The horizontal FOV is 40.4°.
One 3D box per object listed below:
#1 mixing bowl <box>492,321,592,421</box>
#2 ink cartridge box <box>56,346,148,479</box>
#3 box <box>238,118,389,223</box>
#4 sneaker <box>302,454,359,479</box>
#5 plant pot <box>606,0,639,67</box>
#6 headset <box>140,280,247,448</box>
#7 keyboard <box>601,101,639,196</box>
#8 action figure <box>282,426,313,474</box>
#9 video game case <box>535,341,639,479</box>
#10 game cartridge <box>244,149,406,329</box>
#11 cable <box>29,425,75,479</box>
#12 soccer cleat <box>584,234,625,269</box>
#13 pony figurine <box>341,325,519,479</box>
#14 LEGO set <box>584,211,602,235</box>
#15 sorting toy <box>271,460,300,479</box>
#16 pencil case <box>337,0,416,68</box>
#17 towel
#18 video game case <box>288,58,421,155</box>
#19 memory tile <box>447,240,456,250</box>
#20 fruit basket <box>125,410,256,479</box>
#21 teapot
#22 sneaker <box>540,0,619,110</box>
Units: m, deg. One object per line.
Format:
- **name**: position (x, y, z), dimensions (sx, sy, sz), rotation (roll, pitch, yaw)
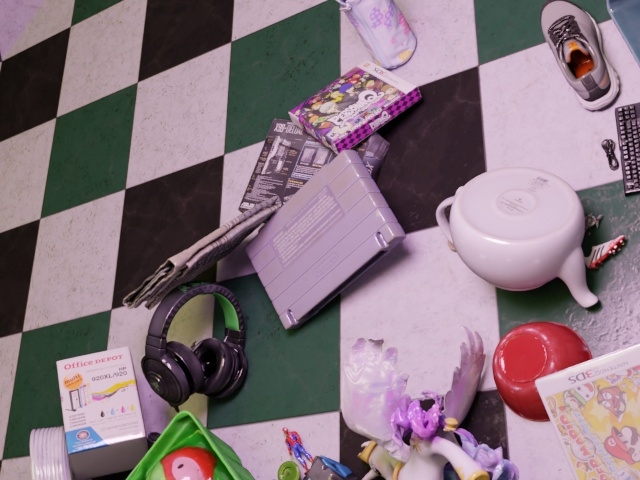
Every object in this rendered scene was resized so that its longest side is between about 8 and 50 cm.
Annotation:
- **mixing bowl**: position (0.369, 0.215, 1.516), dimensions (0.181, 0.098, 0.182), rotation (-16, 60, 31)
- **ink cartridge box**: position (-0.494, 0.392, 1.980), dimensions (0.171, 0.168, 0.233), rotation (-10, 55, -14)
- **box**: position (-0.020, -0.143, 1.981), dimensions (0.307, 0.076, 0.243), rotation (12, 77, 39)
- **sneaker**: position (0.066, 0.543, 1.581), dimensions (0.140, 0.125, 0.341), rotation (-57, 38, 4)
- **plant pot**: position (0.666, -0.452, 1.522), dimensions (0.252, 0.248, 0.247), rotation (-20, 57, 7)
- **headset**: position (-0.294, 0.280, 1.895), dimensions (0.185, 0.243, 0.394), rotation (9, 95, 40)
- **keyboard**: position (0.571, -0.169, 1.595), dimensions (0.108, 0.023, 0.180), rotation (-14, 61, 31)
- **action figure**: position (-0.047, 0.424, 1.773), dimensions (0.038, 0.030, 0.115), rotation (-51, 47, 12)
- **video game case**: position (0.481, 0.295, 1.385), dimensions (0.206, 0.026, 0.227), rotation (-25, 80, 23)
- **game cartridge**: position (0.000, 0.000, 1.831), dimensions (0.355, 0.068, 0.230), rotation (-42, 62, 32)
- **cable**: position (-0.601, 0.551, 1.983), dimensions (0.089, 0.257, 0.257), rotation (-9, 50, -12)
- **soccer cleat**: position (0.506, 0.016, 1.553), dimensions (0.083, 0.029, 0.036), rotation (-47, 54, 16)
- **pony figurine**: position (0.181, 0.349, 1.485), dimensions (0.363, 0.302, 0.351), rotation (41, 123, 57)
- **LEGO set**: position (0.477, -0.028, 1.597), dimensions (0.083, 0.023, 0.054), rotation (-45, 50, 11)
- **sorting toy**: position (-0.066, 0.495, 1.746), dimensions (0.061, 0.042, 0.102), rotation (6, 73, 30)
- **pencil case**: position (0.116, -0.499, 1.918), dimensions (0.113, 0.273, 0.124), rotation (-15, 57, 23)
- **towel**: position (-0.255, 0.038, 1.894), dimensions (0.056, 0.324, 0.312), rotation (56, 143, 0)
- **video game case**: position (0.074, -0.300, 1.938), dimensions (0.232, 0.042, 0.210), rotation (-35, 40, -10)
- **memory tile**: position (0.320, -0.039, 1.726), dimensions (0.113, 0.012, 0.148), rotation (13, 77, 39)
- **fruit basket**: position (-0.276, 0.534, 1.669), dimensions (0.283, 0.392, 0.392), rotation (-52, 49, 5)
- **teapot**: position (0.351, 0.000, 1.581), dimensions (0.252, 0.187, 0.256), rotation (-7, 42, 4)
- **sneaker**: position (0.496, -0.382, 1.693), dimensions (0.100, 0.108, 0.272), rotation (-31, 53, 23)
